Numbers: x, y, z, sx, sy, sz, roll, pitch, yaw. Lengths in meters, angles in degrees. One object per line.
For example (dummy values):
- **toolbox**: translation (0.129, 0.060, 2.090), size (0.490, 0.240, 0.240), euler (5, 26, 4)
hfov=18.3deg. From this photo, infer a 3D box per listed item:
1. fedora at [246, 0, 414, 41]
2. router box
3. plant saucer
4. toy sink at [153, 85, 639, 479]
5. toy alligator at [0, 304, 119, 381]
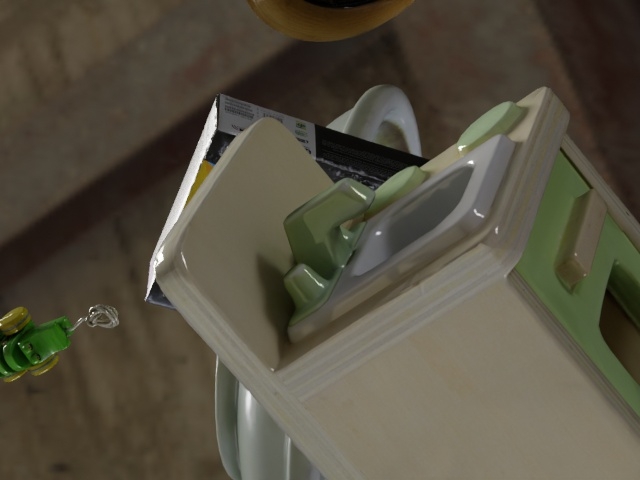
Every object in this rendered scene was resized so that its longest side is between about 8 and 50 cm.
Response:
- **fedora**: translation (0.016, -0.239, 1.477), size (0.194, 0.194, 0.079), euler (-53, -131, 22)
- **router box**: translation (0.000, 0.000, 1.194), size (0.046, 0.179, 0.133), euler (-91, -158, -54)
- **plant saucer**: translation (-0.004, 0.081, 1.481), size (0.101, 0.400, 0.400), euler (6, -90, 12)
- **toy sink**: translation (0.068, 0.033, 0.847), size (0.131, 0.153, 0.234), euler (-34, -77, 28)
- **toy alligator**: translation (-0.253, 0.092, 1.717), size (0.190, 0.051, 0.056), euler (-15, -64, 39)
